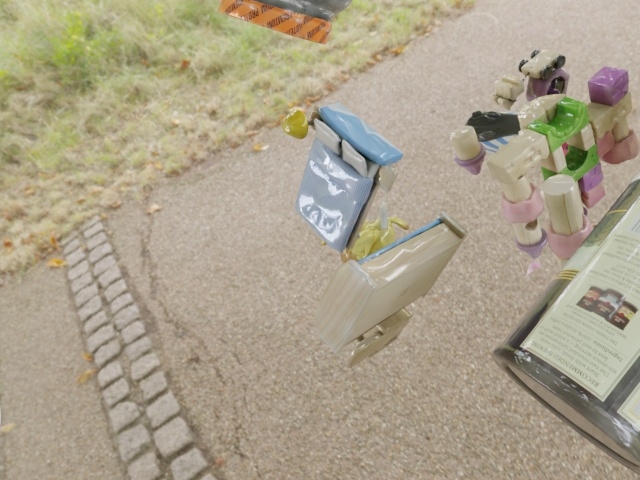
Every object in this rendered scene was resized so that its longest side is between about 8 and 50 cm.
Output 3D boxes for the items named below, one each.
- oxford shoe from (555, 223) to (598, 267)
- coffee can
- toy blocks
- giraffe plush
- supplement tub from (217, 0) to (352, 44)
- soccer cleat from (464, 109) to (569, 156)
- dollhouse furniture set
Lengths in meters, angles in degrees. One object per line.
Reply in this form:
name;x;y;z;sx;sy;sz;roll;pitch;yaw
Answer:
oxford shoe;0.572;0.053;1.032;0.140;0.147;0.397;-26;0;10
coffee can;0.358;0.087;0.600;0.275;0.201;0.201;-50;39;-3
toy blocks;0.412;-0.115;0.912;0.288;0.260;0.309;-39;38;-5
giraffe plush;0.091;0.013;1.272;0.170;0.181;0.211;12;94;57
supplement tub;-0.020;-0.423;0.668;0.193;0.193;0.316;44;122;51
soccer cleat;0.522;-0.260;1.338;0.331;0.143;0.116;18;88;41
dollhouse furniture set;0.000;0.000;0.791;0.198;0.287;0.303;-23;59;-38
